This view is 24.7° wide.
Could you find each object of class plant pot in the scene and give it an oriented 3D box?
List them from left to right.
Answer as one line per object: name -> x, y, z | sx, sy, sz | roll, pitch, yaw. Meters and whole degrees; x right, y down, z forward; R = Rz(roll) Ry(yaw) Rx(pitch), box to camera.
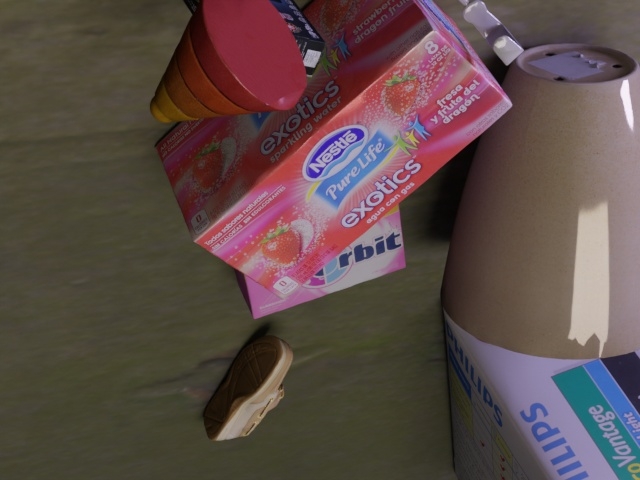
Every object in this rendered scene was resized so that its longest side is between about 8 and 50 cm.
plant pot -> 0.256, -0.057, 1.531 | 0.256, 0.256, 0.274 | -10, 118, -18

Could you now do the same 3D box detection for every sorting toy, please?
sorting toy -> -0.172, -0.222, 1.171 | 0.126, 0.127, 0.365 | -31, 109, 32

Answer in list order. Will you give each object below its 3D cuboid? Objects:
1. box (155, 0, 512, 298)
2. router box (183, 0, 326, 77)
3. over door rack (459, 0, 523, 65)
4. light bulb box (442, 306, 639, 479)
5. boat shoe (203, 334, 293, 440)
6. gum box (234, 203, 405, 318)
box -> 0.007, -0.110, 1.399 | 0.300, 0.154, 0.142 | -40, 135, 15
router box -> -0.061, -0.197, 1.301 | 0.092, 0.122, 0.038 | 6, 123, -32
over door rack -> 0.136, -0.345, 1.250 | 0.239, 0.108, 0.324 | -42, 114, 14
light bulb box -> 0.324, 0.272, 1.766 | 0.225, 0.358, 0.361 | -20, 138, -11
boat shoe -> -0.074, 0.171, 1.693 | 0.059, 0.063, 0.170 | 9, 135, -36
gum box -> 0.000, 0.000, 1.562 | 0.188, 0.062, 0.107 | -19, 136, -9
